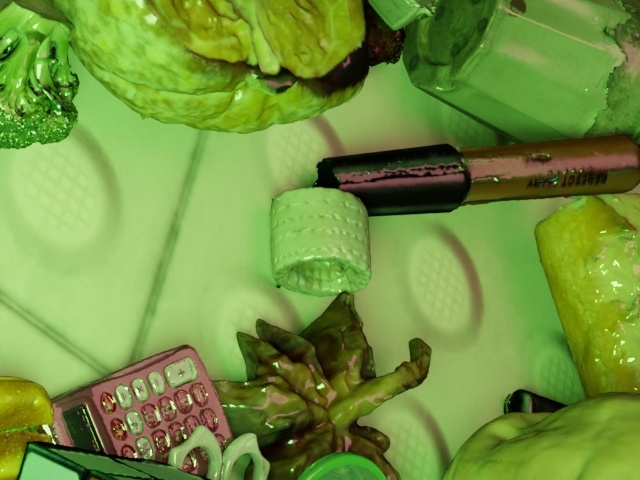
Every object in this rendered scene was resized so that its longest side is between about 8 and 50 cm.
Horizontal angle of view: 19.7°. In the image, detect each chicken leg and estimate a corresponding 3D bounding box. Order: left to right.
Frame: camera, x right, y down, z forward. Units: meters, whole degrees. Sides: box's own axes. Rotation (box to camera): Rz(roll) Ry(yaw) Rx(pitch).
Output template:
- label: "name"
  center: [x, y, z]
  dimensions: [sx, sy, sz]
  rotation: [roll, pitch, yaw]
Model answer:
- label: "chicken leg"
  center: [0.019, -0.222, 2.077]
  dimensions: [0.253, 0.051, 0.106]
  rotation: [-34, 104, -49]

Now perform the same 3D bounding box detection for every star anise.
- label: "star anise"
  center: [0.008, 0.182, 1.824]
  dimensions: [0.349, 0.109, 0.292]
  rotation: [13, 71, -46]

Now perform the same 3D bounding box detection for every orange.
- label: "orange"
  center: [-0.125, -0.232, 1.776]
  dimensions: [0.368, 0.210, 0.271]
  rotation: [7, 65, -47]

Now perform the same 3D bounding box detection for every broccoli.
- label: "broccoli"
  center: [-0.281, -0.151, 1.620]
  dimensions: [0.162, 0.138, 0.146]
  rotation: [22, 23, -27]

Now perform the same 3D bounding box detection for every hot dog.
- label: "hot dog"
  center: [-0.318, 0.158, 1.476]
  dimensions: [0.249, 0.068, 0.100]
  rotation: [4, 85, -46]

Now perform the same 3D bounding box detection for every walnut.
- label: "walnut"
  center: [0.281, 0.325, 1.885]
  dimensions: [0.381, 0.381, 0.381]
  rotation: [25, 55, -42]

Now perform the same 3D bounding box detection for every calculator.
- label: "calculator"
  center: [-0.169, 0.178, 1.650]
  dimensions: [0.190, 0.034, 0.127]
  rotation: [-21, 88, -36]

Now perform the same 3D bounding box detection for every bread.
- label: "bread"
  center: [0.397, 0.129, 2.215]
  dimensions: [0.236, 0.165, 0.375]
  rotation: [10, 60, -54]

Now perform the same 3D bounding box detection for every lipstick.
- label: "lipstick"
  center: [0.190, -0.074, 2.053]
  dimensions: [0.418, 0.077, 0.077]
  rotation: [-6, 76, -23]

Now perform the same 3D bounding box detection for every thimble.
- label: "thimble"
  center: [0.000, 0.000, 1.906]
  dimensions: [0.115, 0.102, 0.090]
  rotation: [57, 27, -64]

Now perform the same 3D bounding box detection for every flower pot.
- label: "flower pot"
  center: [0.254, -0.222, 2.199]
  dimensions: [0.259, 0.290, 0.290]
  rotation: [20, 57, -30]

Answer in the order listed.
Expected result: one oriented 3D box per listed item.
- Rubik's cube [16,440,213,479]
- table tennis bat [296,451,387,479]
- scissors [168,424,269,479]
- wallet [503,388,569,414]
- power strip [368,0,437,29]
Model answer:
- label: "Rubik's cube"
  center: [-0.146, 0.273, 1.496]
  dimensions: [0.183, 0.180, 0.167]
  rotation: [17, 88, -43]
- label: "table tennis bat"
  center: [0.003, 0.325, 1.725]
  dimensions: [0.160, 0.039, 0.257]
  rotation: [19, 84, -46]
- label: "scissors"
  center: [-0.104, 0.274, 1.657]
  dimensions: [0.110, 0.021, 0.212]
  rotation: [15, 82, -37]
- label: "wallet"
  center: [0.338, 0.289, 2.218]
  dimensions: [0.318, 0.045, 0.172]
  rotation: [18, 57, -44]
- label: "power strip"
  center: [0.034, -0.352, 2.103]
  dimensions: [0.272, 0.052, 0.078]
  rotation: [49, 32, 0]
